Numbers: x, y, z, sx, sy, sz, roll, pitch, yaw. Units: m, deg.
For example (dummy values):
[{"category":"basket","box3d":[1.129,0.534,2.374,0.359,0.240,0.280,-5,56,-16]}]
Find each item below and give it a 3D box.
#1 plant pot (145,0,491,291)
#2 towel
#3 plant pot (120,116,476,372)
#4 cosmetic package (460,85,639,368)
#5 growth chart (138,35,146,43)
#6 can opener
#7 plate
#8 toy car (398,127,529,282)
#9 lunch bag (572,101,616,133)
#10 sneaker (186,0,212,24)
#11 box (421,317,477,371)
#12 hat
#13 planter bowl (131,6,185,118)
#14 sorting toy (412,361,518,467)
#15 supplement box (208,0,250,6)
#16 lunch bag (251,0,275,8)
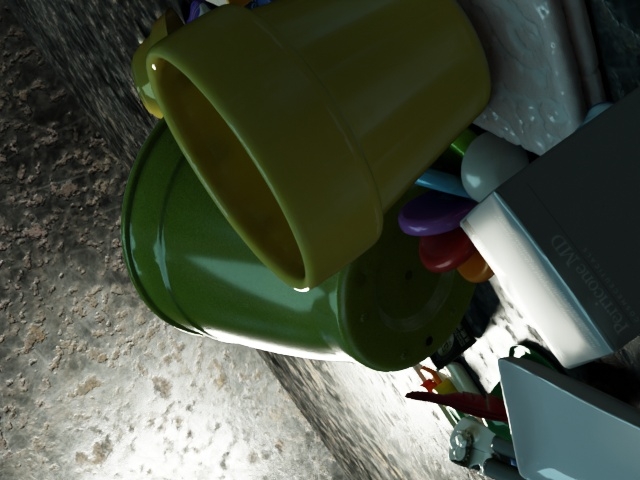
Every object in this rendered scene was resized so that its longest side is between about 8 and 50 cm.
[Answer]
[{"category":"plant pot","box3d":[0.012,-0.121,1.000,0.254,0.239,0.254,52,165,19]},{"category":"towel","box3d":[0.114,-0.230,1.012,0.332,0.053,0.317,39,159,50]},{"category":"plant pot","box3d":[0.000,0.000,1.415,0.353,0.366,0.366,21,146,45]},{"category":"cosmetic package","box3d":[0.223,-0.036,0.721,0.127,0.238,0.107,52,166,6]},{"category":"growth chart","box3d":[-0.273,-0.311,2.150,0.172,0.021,0.237,60,165,-23]},{"category":"can opener","box3d":[0.288,0.329,1.678,0.093,0.074,0.280,22,173,-27]},{"category":"plate","box3d":[0.345,0.257,1.309,0.277,0.045,0.278,26,151,34]},{"category":"toy car","box3d":[0.147,-0.036,1.181,0.182,0.136,0.159,61,165,-25]},{"category":"lunch bag","box3d":[0.261,-0.009,0.906,0.176,0.090,0.219,29,161,9]},{"category":"sneaker","box3d":[-0.181,-0.320,1.780,0.170,0.068,0.071,107,142,-62]},{"category":"box","box3d":[0.128,0.088,1.653,0.180,0.077,0.147,59,166,-17]},{"category":"hat","box3d":[0.234,0.249,1.463,0.208,0.184,0.173,51,164,15]},{"category":"planter bowl","box3d":[-0.254,-0.269,1.861,0.217,0.090,0.217,-17,-90,-82]},{"category":"sorting toy","box3d":[0.219,0.272,1.848,0.347,0.047,0.196,56,166,-7]},{"category":"supplement box","box3d":[-0.120,-0.342,1.490,0.098,0.062,0.036,34,157,52]},{"category":"lunch bag","box3d":[-0.039,-0.292,1.268,0.067,0.098,0.065,55,170,-24]}]
